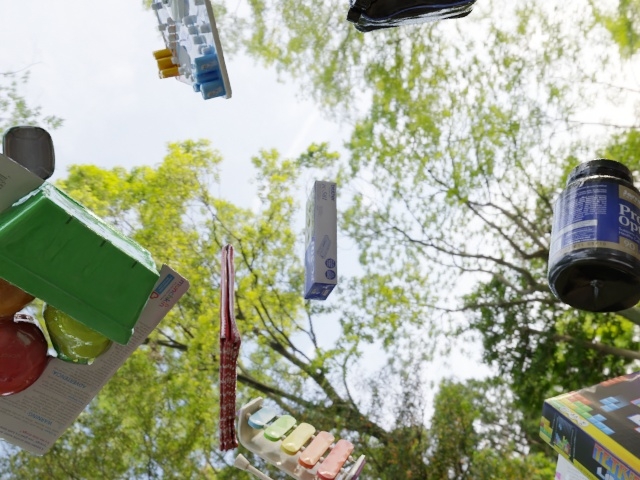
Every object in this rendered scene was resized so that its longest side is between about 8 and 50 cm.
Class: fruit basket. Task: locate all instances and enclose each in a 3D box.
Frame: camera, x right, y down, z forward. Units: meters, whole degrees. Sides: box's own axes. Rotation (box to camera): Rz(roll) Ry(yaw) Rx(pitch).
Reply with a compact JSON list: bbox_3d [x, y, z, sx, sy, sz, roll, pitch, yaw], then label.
[{"bbox_3d":[-0.419,0.104,0.719,0.353,0.165,0.327,-47,-58,3],"label":"fruit basket"}]

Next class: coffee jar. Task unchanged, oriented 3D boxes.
[{"bbox_3d":[-0.527,-0.150,0.923,0.079,0.184,0.096,-5,-84,-30],"label":"coffee jar"}]

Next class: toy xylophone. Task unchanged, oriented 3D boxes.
[{"bbox_3d":[-0.060,0.490,1.185,0.236,0.323,0.081,-11,-57,-79],"label":"toy xylophone"}]

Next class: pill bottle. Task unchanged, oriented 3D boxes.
[{"bbox_3d":[0.401,-0.015,0.740,0.123,0.123,0.219,61,-140,-38],"label":"pill bottle"}]

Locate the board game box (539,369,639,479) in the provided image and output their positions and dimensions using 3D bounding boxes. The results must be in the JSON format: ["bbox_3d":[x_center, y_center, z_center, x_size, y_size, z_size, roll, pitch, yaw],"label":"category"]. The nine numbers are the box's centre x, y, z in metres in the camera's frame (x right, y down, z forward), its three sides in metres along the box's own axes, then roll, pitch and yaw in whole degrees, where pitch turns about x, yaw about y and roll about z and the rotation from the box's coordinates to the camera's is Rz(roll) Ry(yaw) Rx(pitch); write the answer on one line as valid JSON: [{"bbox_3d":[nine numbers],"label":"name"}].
[{"bbox_3d":[0.307,0.187,0.442,0.141,0.170,0.048,-10,-69,-19],"label":"board game box"}]

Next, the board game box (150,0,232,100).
[{"bbox_3d":[-0.289,-0.467,0.927,0.050,0.390,0.390,-22,-60,-20],"label":"board game box"}]

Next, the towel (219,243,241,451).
[{"bbox_3d":[-0.142,0.170,0.797,0.031,0.199,0.275,0,-52,-11],"label":"towel"}]

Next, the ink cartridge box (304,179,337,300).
[{"bbox_3d":[0.000,0.000,0.963,0.046,0.097,0.207,5,-115,-11],"label":"ink cartridge box"}]

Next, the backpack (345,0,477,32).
[{"bbox_3d":[0.153,-0.514,0.891,0.277,0.213,0.263,-10,-80,-3],"label":"backpack"}]

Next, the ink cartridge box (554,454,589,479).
[{"bbox_3d":[0.420,0.369,0.769,0.090,0.092,0.143,15,-94,-30],"label":"ink cartridge box"}]
